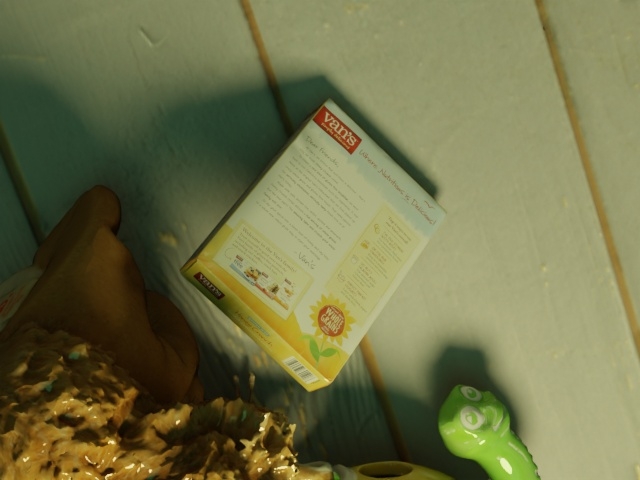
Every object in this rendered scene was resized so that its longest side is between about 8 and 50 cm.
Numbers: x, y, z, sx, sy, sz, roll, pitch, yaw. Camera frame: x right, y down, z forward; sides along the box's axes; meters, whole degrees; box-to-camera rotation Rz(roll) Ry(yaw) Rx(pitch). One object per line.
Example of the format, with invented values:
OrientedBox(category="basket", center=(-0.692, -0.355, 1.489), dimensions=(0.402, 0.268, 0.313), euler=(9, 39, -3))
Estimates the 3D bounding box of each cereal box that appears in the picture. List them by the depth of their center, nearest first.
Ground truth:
OrientedBox(category="cereal box", center=(0.000, 0.000, 1.158), dimensions=(0.173, 0.047, 0.240), euler=(44, 56, -9))

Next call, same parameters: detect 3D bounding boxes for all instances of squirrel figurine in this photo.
OrientedBox(category="squirrel figurine", center=(-0.162, 0.197, 1.109), dimensions=(0.281, 0.397, 0.370), euler=(-43, 113, -1))

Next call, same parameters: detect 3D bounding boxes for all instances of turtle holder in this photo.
OrientedBox(category="turtle holder", center=(0.090, 0.323, 1.200), dimensions=(0.227, 0.243, 0.320), euler=(38, 112, -9))
